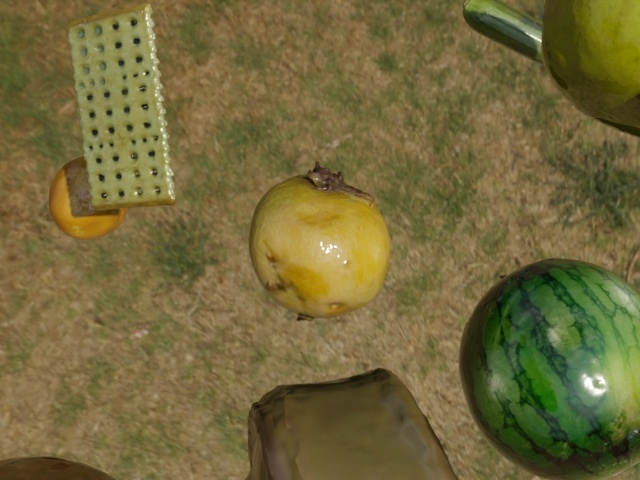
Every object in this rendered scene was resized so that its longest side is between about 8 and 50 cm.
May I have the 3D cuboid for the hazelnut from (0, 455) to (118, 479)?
[{"bbox_3d":[-0.246,0.348,0.700,0.366,0.366,0.365,-6,64,13],"label":"hazelnut"}]

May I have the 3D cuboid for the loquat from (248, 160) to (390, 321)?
[{"bbox_3d":[0.000,0.000,1.431,0.244,0.244,0.244,-6,64,13],"label":"loquat"}]

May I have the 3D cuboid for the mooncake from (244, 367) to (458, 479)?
[{"bbox_3d":[0.036,0.355,1.071,0.246,0.394,0.393,-10,70,-9],"label":"mooncake"}]

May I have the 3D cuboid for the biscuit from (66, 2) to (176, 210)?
[{"bbox_3d":[-0.238,-0.152,1.066,0.139,0.016,0.231,-3,97,31],"label":"biscuit"}]

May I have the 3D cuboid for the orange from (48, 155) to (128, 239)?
[{"bbox_3d":[-0.425,-0.078,1.683,0.136,0.159,0.159,14,70,17],"label":"orange"}]

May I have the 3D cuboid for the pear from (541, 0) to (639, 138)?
[{"bbox_3d":[0.404,-0.251,0.890,0.375,0.287,0.287,-24,59,29],"label":"pear"}]

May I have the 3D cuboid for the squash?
[{"bbox_3d":[0.338,-0.340,1.498,0.229,0.066,0.066,26,73,-1],"label":"squash"}]

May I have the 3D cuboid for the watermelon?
[{"bbox_3d":[0.390,0.205,1.459,0.363,0.363,0.363,-6,64,13],"label":"watermelon"}]
